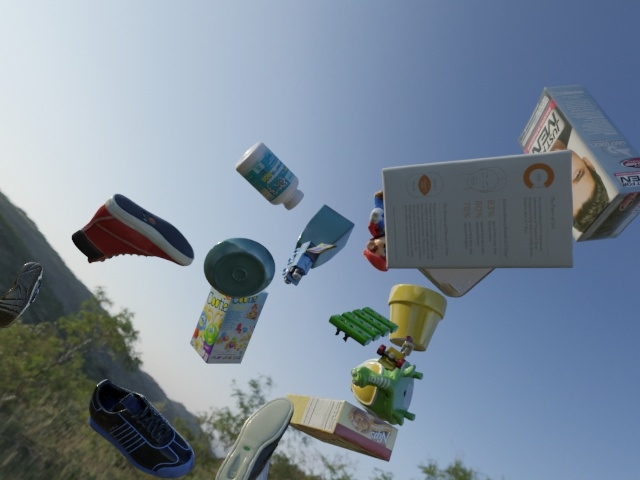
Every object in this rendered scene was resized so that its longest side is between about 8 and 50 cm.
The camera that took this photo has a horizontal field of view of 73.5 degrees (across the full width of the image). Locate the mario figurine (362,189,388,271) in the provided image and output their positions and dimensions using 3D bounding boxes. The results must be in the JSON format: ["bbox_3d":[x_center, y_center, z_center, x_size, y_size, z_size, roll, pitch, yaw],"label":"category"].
[{"bbox_3d":[0.276,-0.033,1.705,0.198,0.320,0.170,9,-10,-7],"label":"mario figurine"}]

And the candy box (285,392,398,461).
[{"bbox_3d":[0.034,0.497,1.162,0.183,0.087,0.317,34,-29,-19],"label":"candy box"}]

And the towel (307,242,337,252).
[{"bbox_3d":[0.004,0.021,1.202,0.083,0.060,0.009,6,-67,61],"label":"towel"}]

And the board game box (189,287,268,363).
[{"bbox_3d":[-0.320,0.272,1.495,0.144,0.275,0.142,17,7,-45],"label":"board game box"}]

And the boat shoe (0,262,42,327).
[{"bbox_3d":[-0.635,0.121,0.914,0.056,0.152,0.049,14,-37,-5],"label":"boat shoe"}]

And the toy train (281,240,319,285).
[{"bbox_3d":[-0.077,0.089,1.642,0.080,0.184,0.105,44,-38,-20],"label":"toy train"}]

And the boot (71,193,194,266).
[{"bbox_3d":[-0.438,0.019,1.011,0.244,0.176,0.088,41,16,-36],"label":"boot"}]

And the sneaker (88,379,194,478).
[{"bbox_3d":[-0.330,0.342,0.786,0.233,0.081,0.090,24,-64,12],"label":"sneaker"}]

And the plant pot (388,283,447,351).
[{"bbox_3d":[0.409,0.349,1.891,0.254,0.238,0.254,17,-21,7],"label":"plant pot"}]

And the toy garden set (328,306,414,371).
[{"bbox_3d":[0.151,0.256,1.116,0.204,0.049,0.244,31,12,26],"label":"toy garden set"}]

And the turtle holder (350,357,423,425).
[{"bbox_3d":[0.227,0.559,1.602,0.228,0.243,0.320,8,6,31],"label":"turtle holder"}]

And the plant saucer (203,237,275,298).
[{"bbox_3d":[-0.135,0.052,0.714,0.119,0.119,0.021,51,12,-26],"label":"plant saucer"}]

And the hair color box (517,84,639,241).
[{"bbox_3d":[0.656,-0.202,1.085,0.114,0.374,0.185,-6,-35,-5],"label":"hair color box"}]

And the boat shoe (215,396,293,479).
[{"bbox_3d":[-0.139,0.453,0.946,0.084,0.233,0.079,20,-38,26],"label":"boat shoe"}]

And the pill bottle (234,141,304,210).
[{"bbox_3d":[-0.184,-0.235,1.628,0.264,0.146,0.146,43,-26,-21],"label":"pill bottle"}]

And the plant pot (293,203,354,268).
[{"bbox_3d":[0.000,0.000,1.835,0.166,0.234,0.165,34,-40,12],"label":"plant pot"}]

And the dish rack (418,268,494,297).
[{"bbox_3d":[0.469,0.016,1.391,0.285,0.333,0.072,43,14,-10],"label":"dish rack"}]

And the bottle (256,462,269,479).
[{"bbox_3d":[-0.217,0.742,1.233,0.092,0.282,0.118,18,-19,-33],"label":"bottle"}]

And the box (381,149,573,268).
[{"bbox_3d":[0.320,-0.057,0.897,0.346,0.168,0.214,-2,-86,22],"label":"box"}]
